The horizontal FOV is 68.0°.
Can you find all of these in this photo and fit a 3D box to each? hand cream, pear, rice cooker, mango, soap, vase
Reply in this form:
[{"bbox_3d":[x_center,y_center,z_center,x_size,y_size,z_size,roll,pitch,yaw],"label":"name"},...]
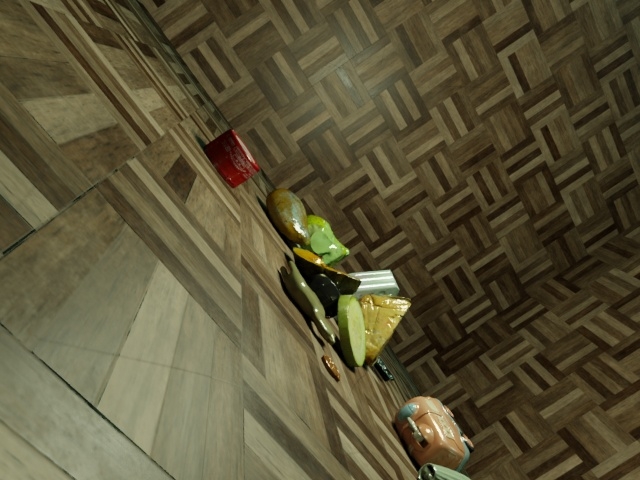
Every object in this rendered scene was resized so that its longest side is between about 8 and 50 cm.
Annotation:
[{"bbox_3d":[-0.322,-0.299,1.735,0.193,0.125,0.193,58,2,-4],"label":"hand cream"},{"bbox_3d":[0.000,0.000,2.317,0.281,0.176,0.286,57,3,9],"label":"pear"},{"bbox_3d":[0.016,0.201,1.726,0.165,0.112,0.106,61,-5,-18],"label":"rice cooker"},{"bbox_3d":[-0.143,-0.105,2.176,0.193,0.146,0.316,1,55,-50],"label":"mango"},{"bbox_3d":[0.187,0.254,2.282,0.115,0.347,0.208,-111,-155,-43],"label":"soap"},{"bbox_3d":[0.400,0.779,1.489,0.248,0.128,0.128,42,8,-26],"label":"vase"}]

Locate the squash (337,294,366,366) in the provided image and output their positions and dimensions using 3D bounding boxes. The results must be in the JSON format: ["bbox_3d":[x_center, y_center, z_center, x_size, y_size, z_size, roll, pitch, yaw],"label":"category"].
[{"bbox_3d":[0.112,0.316,1.661,0.252,0.049,0.252,-9,90,-76],"label":"squash"}]

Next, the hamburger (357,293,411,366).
[{"bbox_3d":[0.220,0.342,2.004,0.209,0.330,0.162,33,-13,13],"label":"hamburger"}]

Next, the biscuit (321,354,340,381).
[{"bbox_3d":[0.033,0.349,1.298,0.078,0.015,0.091,57,3,27],"label":"biscuit"}]

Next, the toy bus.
[{"bbox_3d":[0.373,0.681,1.666,0.232,0.194,0.287,39,13,-34],"label":"toy bus"}]

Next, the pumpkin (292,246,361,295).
[{"bbox_3d":[-0.017,0.143,1.842,0.312,0.148,0.169,25,12,38],"label":"pumpkin"}]

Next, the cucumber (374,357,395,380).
[{"bbox_3d":[0.291,0.610,2.290,0.181,0.053,0.053,55,3,3],"label":"cucumber"}]

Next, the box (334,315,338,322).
[{"bbox_3d":[0.095,0.311,2.116,0.269,0.079,0.135,52,5,-45],"label":"box"}]

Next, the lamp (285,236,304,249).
[{"bbox_3d":[-0.126,-0.004,2.348,0.269,0.047,0.266,52,8,-49],"label":"lamp"}]

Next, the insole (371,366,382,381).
[{"bbox_3d":[0.213,0.544,2.185,0.253,0.005,0.086,56,2,3],"label":"insole"}]

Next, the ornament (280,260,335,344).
[{"bbox_3d":[-0.032,0.200,1.466,0.230,0.061,0.245,57,1,-25],"label":"ornament"}]
